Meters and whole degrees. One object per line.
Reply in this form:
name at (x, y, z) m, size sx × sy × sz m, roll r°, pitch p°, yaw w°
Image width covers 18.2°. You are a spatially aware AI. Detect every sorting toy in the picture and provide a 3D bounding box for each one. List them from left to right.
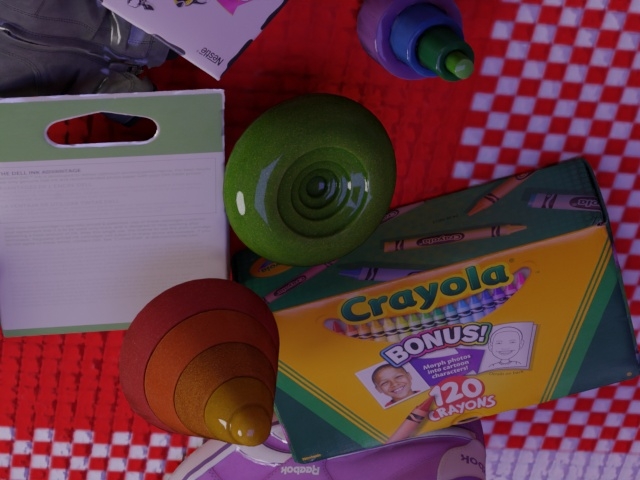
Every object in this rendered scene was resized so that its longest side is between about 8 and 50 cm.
sorting toy at (0.000, 0.000, 1.341) m, size 0.127 × 0.126 × 0.365 m, roll 26°, pitch 101°, yaw -30°

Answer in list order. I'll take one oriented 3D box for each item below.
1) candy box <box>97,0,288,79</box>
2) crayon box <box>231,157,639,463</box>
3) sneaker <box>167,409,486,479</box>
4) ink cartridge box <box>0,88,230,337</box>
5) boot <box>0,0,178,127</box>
candy box at (-0.062, -0.216, 1.202) m, size 0.196 × 0.070 × 0.165 m, roll -48°, pitch 139°, yaw 11°
crayon box at (0.089, 0.056, 1.507) m, size 0.278 × 0.081 × 0.165 m, roll -15°, pitch 131°, yaw 5°
sneaker at (-0.002, 0.212, 1.578) m, size 0.282 × 0.161 × 0.102 m, roll -25°, pitch 131°, yaw 15°
ink cartridge box at (-0.150, -0.030, 1.407) m, size 0.171 × 0.056 × 0.235 m, roll -3°, pitch 134°, yaw -5°
boot at (-0.159, -0.178, 1.282) m, size 0.161 × 0.083 × 0.246 m, roll 3°, pitch 138°, yaw -20°
